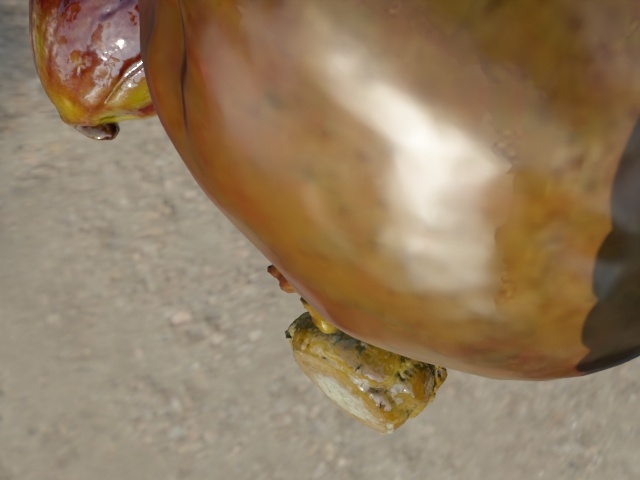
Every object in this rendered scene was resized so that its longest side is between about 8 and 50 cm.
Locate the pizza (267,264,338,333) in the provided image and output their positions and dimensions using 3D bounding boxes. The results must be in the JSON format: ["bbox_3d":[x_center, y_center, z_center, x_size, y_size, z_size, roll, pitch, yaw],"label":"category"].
[{"bbox_3d":[0.000,0.000,1.313,0.086,0.305,0.161,-36,94,-4],"label":"pizza"}]

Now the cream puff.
[{"bbox_3d":[0.051,0.108,1.851,0.150,0.165,0.115,24,69,33],"label":"cream puff"}]

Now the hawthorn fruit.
[{"bbox_3d":[0.033,-0.078,0.590,0.248,0.208,0.208,35,104,-24],"label":"hawthorn fruit"}]

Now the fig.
[{"bbox_3d":[-0.166,-0.228,1.811,0.263,0.224,0.224,-39,84,-11],"label":"fig"}]
